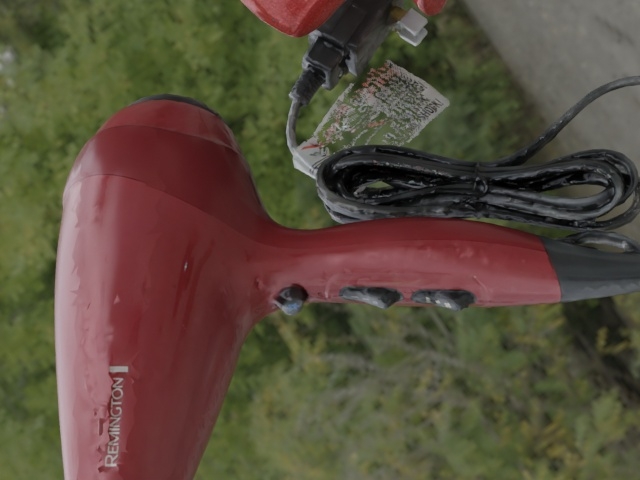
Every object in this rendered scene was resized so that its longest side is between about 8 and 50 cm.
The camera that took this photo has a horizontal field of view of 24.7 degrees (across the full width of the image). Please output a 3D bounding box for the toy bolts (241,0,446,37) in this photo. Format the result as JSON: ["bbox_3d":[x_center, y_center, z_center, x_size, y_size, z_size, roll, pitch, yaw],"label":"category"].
[{"bbox_3d":[-0.028,-0.204,0.558,0.228,0.218,0.158,50,136,21],"label":"toy bolts"}]

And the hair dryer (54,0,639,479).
[{"bbox_3d":[0.000,0.000,0.561,0.223,0.293,0.080,30,157,35],"label":"hair dryer"}]
